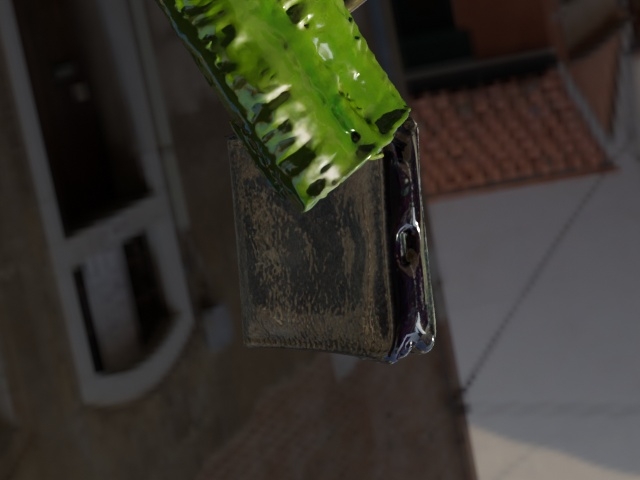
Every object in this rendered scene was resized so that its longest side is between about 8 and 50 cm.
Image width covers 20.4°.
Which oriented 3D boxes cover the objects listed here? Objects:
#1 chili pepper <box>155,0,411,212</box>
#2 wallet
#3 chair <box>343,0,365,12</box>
[{"bbox_3d":[-0.070,-0.174,0.657,0.076,0.359,0.085,-10,-153,42],"label":"chili pepper"},{"bbox_3d":[0.002,0.000,1.240,0.036,0.167,0.222,-6,-178,-32],"label":"wallet"},{"bbox_3d":[-0.007,-0.389,1.424,0.362,0.365,0.410,-43,170,-47],"label":"chair"}]
